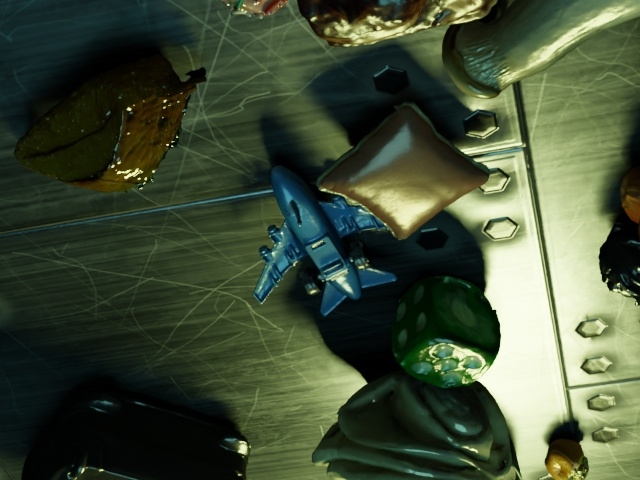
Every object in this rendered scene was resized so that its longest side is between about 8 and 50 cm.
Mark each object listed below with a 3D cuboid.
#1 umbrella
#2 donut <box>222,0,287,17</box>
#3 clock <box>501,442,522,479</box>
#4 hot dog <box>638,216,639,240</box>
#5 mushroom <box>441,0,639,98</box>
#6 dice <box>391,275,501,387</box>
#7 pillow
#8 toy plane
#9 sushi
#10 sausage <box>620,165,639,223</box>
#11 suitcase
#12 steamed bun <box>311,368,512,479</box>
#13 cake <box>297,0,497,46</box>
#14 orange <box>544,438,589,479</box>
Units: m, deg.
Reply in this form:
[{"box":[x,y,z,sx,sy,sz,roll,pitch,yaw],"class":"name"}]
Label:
[{"box":[0.559,0.015,1.778,0.340,0.118,0.118,-9,138,-4],"class":"umbrella"},{"box":[-0.085,-0.338,1.300,0.085,0.233,0.199,-29,171,22],"class":"donut"},{"box":[0.192,0.420,2.238,0.325,0.067,0.325,0,138,0],"class":"clock"},{"box":[0.510,0.008,1.638,0.226,0.099,0.160,27,130,-33],"class":"hot dog"},{"box":[0.285,-0.269,1.433,0.328,0.159,0.122,-30,86,39],"class":"mushroom"},{"box":[0.183,0.136,1.878,0.130,0.128,0.120,21,135,-22],"class":"dice"},{"box":[0.110,-0.090,1.668,0.171,0.075,0.179,-38,128,26],"class":"pillow"},{"box":[0.000,0.000,1.754,0.254,0.105,0.271,-27,137,8],"class":"toy plane"},{"box":[-0.264,-0.125,1.595,0.287,0.140,0.149,-33,91,31],"class":"sushi"},{"box":[0.545,-0.055,1.703,0.300,0.083,0.089,6,125,-10],"class":"sausage"},{"box":[-0.320,0.423,2.154,0.345,0.188,0.339,19,133,-22],"class":"suitcase"},{"box":[0.158,0.307,1.954,0.268,0.280,0.207,36,132,22],"class":"steamed bun"},{"box":[0.070,-0.324,1.253,0.198,0.293,0.196,-9,139,16],"class":"cake"},{"box":[0.427,0.379,2.195,0.086,0.062,0.086,27,135,31],"class":"orange"}]
